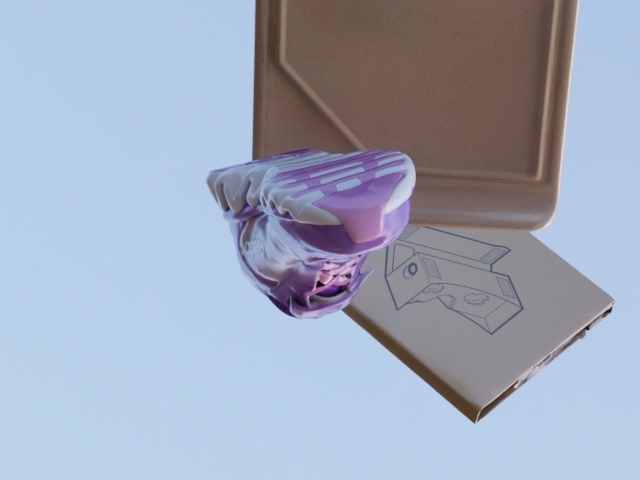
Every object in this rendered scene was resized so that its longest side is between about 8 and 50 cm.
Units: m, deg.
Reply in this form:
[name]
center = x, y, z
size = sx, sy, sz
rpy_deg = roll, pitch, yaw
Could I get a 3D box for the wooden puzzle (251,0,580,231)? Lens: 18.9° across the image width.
[wooden puzzle]
center = 0.064, -0.127, 1.328
size = 0.220, 0.044, 0.239
rpy_deg = 3, -67, 1

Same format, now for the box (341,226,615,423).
[box]
center = 0.102, 0.034, 1.495
size = 0.201, 0.164, 0.021
rpy_deg = 40, -34, 23

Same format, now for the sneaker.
[sneaker]
center = 0.000, 0.000, 1.196
size = 0.236, 0.095, 0.105
rpy_deg = -170, -110, -72
